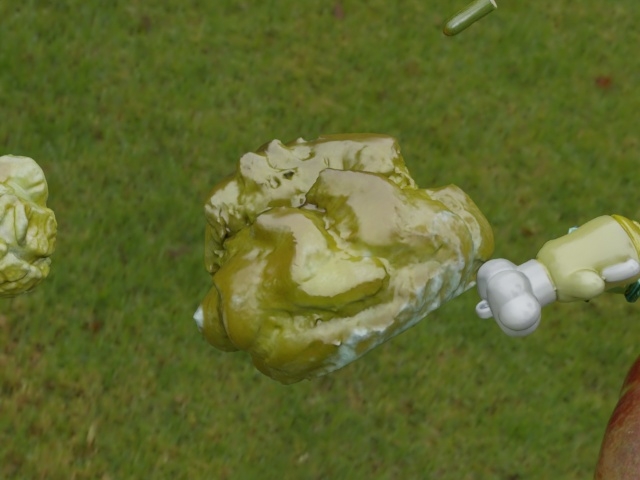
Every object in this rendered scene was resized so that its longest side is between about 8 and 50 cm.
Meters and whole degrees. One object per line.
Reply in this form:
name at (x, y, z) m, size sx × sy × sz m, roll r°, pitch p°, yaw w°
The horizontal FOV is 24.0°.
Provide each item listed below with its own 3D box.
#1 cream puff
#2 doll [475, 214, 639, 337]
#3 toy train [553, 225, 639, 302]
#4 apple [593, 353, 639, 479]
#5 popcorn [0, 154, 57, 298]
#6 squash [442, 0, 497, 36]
cream puff at (0.000, 0.000, 1.853) m, size 0.378 × 0.378 × 0.276 m, roll -31°, pitch 97°, yaw -40°
doll at (0.205, 0.028, 1.276) m, size 0.162 × 0.062 × 0.106 m, roll -22°, pitch 20°, yaw -4°
toy train at (0.324, 0.027, 1.736) m, size 0.122 × 0.050 × 0.081 m, roll 9°, pitch 41°, yaw -22°
apple at (0.360, 0.215, 1.211) m, size 0.276 × 0.349 × 0.348 m, roll 19°, pitch 43°, yaw 14°
popcorn at (-0.324, -0.004, 1.460) m, size 0.135 × 0.162 × 0.141 m, roll 50°, pitch 4°, yaw 3°
squash at (0.208, -0.317, 2.132) m, size 0.027 × 0.083 × 0.027 m, roll 47°, pitch 24°, yaw -28°
